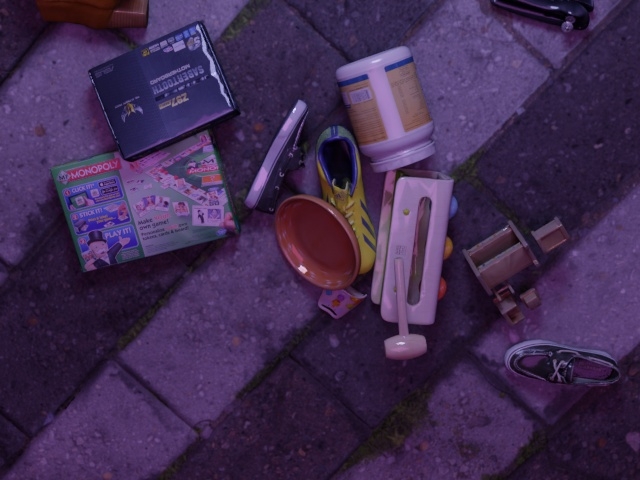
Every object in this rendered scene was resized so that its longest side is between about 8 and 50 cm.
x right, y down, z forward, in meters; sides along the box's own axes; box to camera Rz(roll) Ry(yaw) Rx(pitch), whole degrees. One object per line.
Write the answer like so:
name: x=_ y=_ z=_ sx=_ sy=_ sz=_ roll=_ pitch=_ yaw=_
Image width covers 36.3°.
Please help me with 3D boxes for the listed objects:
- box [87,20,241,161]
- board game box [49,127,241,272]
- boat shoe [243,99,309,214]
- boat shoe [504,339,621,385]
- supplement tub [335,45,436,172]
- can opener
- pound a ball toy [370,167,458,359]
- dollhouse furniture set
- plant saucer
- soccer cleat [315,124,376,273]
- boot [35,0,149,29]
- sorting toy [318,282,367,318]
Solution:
box: x=-0.286 y=-0.272 z=1.795 sx=0.233 sy=0.059 sz=0.183 roll=-22 pitch=86 yaw=6
board game box: x=-0.333 y=-0.078 z=1.869 sx=0.317 sy=0.046 sz=0.213 roll=-13 pitch=100 yaw=6
boat shoe: x=-0.065 y=-0.150 z=1.827 sx=0.076 sy=0.080 sz=0.228 roll=25 pitch=103 yaw=-9
boat shoe: x=0.468 y=0.240 z=1.887 sx=0.219 sy=0.070 sz=0.078 roll=3 pitch=102 yaw=2
supplement tub: x=0.121 y=-0.236 z=1.763 sx=0.144 sy=0.144 sz=0.199 roll=-18 pitch=101 yaw=6
can opener: x=0.398 y=-0.420 z=1.764 sx=0.186 sy=0.073 sz=0.059 roll=10 pitch=141 yaw=4
pound a ball toy: x=0.183 y=0.041 z=1.787 sx=0.136 sy=0.208 sz=0.319 roll=4 pitch=102 yaw=-7
dollhouse furniture set: x=0.392 y=0.045 z=1.857 sx=0.182 sy=0.101 sz=0.161 roll=-32 pitch=123 yaw=8
plant saucer: x=0.000 y=0.000 z=1.826 sx=0.200 sy=0.037 sz=0.200 roll=26 pitch=135 yaw=29
soccer cleat: x=0.043 y=-0.070 z=1.814 sx=0.093 sy=0.121 sz=0.289 roll=-10 pitch=102 yaw=4
boot: x=-0.407 y=-0.485 z=1.696 sx=0.211 sy=0.104 sz=0.295 roll=4 pitch=141 yaw=-7
sorting toy: x=0.034 y=0.116 z=1.902 sx=0.083 sy=0.045 sz=0.075 roll=35 pitch=121 yaw=-5
